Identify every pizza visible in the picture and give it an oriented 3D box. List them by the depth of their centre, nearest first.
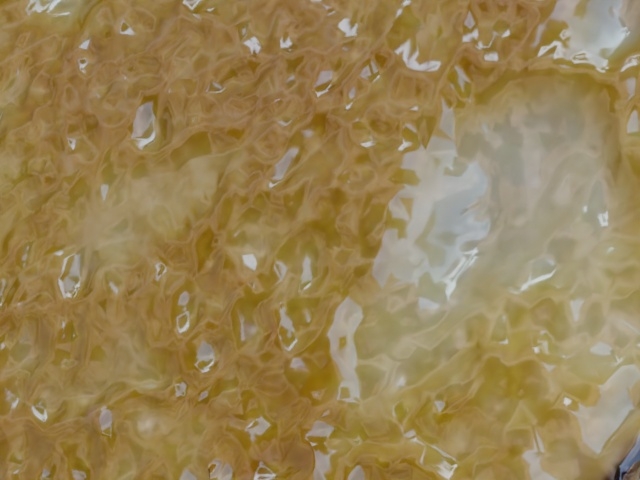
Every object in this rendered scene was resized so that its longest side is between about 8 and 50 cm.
[{"bbox_3d":[0.005,-0.030,0.464,0.392,0.080,0.435,-29,60,12],"label":"pizza"}]
